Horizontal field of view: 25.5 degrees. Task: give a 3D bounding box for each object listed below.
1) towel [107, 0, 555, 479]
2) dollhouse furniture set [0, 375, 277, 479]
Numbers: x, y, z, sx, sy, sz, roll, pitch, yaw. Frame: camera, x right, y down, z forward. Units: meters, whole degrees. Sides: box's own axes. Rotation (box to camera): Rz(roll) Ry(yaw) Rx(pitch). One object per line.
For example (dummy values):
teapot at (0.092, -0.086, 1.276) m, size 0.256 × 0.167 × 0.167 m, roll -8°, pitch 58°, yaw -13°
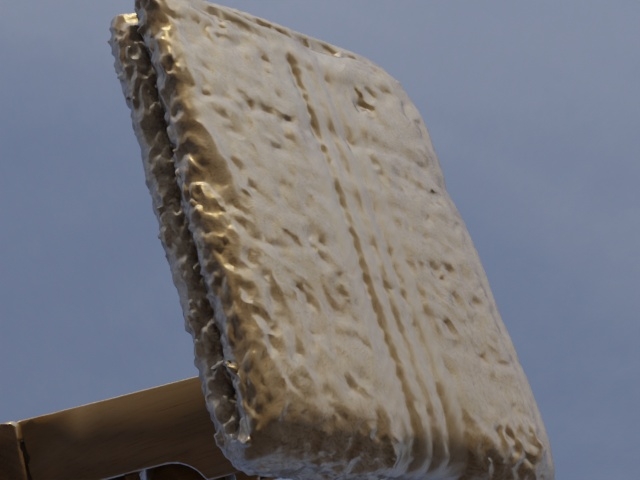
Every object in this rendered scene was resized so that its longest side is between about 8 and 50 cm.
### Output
towel at (0.000, 0.000, 0.693) m, size 0.187 × 0.049 × 0.282 m, roll 14°, pitch -136°, yaw -37°
dollhouse furniture set at (-0.047, 0.294, 0.952) m, size 0.256 × 0.362 × 0.394 m, roll -13°, pitch -103°, yaw -8°
